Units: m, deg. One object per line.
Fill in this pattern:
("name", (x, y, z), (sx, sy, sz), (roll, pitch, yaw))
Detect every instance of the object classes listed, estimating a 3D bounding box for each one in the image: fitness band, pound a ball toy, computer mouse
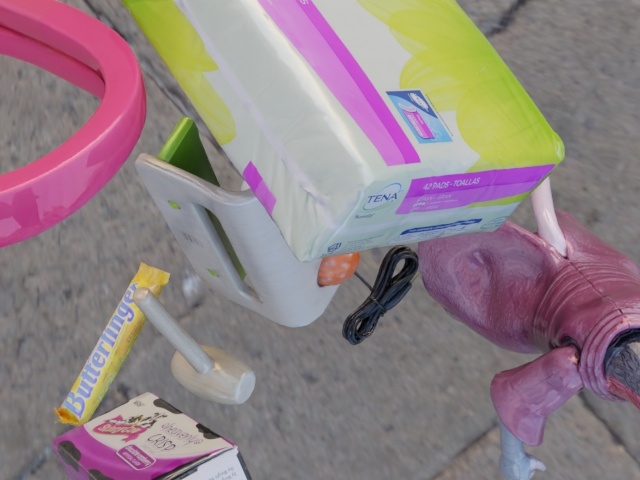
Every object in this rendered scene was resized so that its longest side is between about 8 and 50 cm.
("fitness band", (-0.244, -0.088, 1.091), (0.209, 0.291, 0.054), (-40, 137, -27))
("pound a ball toy", (-0.052, 0.008, 1.326), (0.136, 0.319, 0.208), (23, 72, 18))
("computer mouse", (0.000, 0.000, 1.535), (0.193, 0.042, 0.106), (43, 90, 3))

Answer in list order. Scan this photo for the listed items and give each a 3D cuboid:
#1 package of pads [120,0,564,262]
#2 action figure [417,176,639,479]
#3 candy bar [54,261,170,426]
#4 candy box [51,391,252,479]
("package of pads", (0.008, -0.131, 1.104), (0.101, 0.229, 0.296), (-50, 64, 35))
("action figure", (0.239, 0.056, 1.355), (0.248, 0.370, 0.275), (-19, 110, -9))
("candy bar", (-0.181, 0.093, 1.405), (0.018, 0.040, 0.161), (46, 67, -46))
("candy box", (-0.056, 0.211, 0.890), (0.071, 0.159, 0.233), (-26, 104, -18))
